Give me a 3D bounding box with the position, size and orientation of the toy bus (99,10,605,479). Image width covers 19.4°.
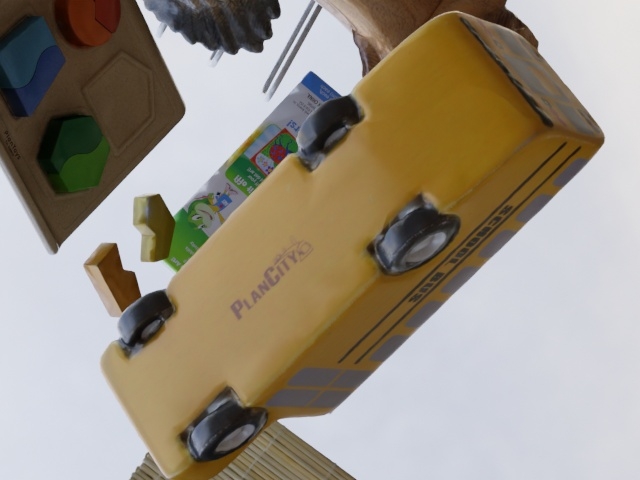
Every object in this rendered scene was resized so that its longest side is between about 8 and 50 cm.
[{"bbox_3d":[0.013,0.010,1.172,0.108,0.333,0.130,54,-157,23],"label":"toy bus"}]

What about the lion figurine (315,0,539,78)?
[{"bbox_3d":[0.045,-0.212,1.456,0.392,0.142,0.240,39,-107,-5],"label":"lion figurine"}]

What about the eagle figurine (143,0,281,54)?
[{"bbox_3d":[-0.104,-0.324,1.609,0.226,0.225,0.298,8,-109,-70],"label":"eagle figurine"}]

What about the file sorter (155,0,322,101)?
[{"bbox_3d":[-0.129,-0.286,1.936,0.277,0.173,0.193,30,-177,-7],"label":"file sorter"}]

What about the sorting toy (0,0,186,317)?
[{"bbox_3d":[-0.189,-0.098,1.610,0.229,0.041,0.307,-54,-48,-38],"label":"sorting toy"}]

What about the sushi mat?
[{"bbox_3d":[-0.033,0.281,1.877,0.316,0.151,0.019,36,169,9],"label":"sushi mat"}]

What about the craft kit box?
[{"bbox_3d":[0.000,0.000,1.856,0.250,0.246,0.061,42,171,17],"label":"craft kit box"}]
